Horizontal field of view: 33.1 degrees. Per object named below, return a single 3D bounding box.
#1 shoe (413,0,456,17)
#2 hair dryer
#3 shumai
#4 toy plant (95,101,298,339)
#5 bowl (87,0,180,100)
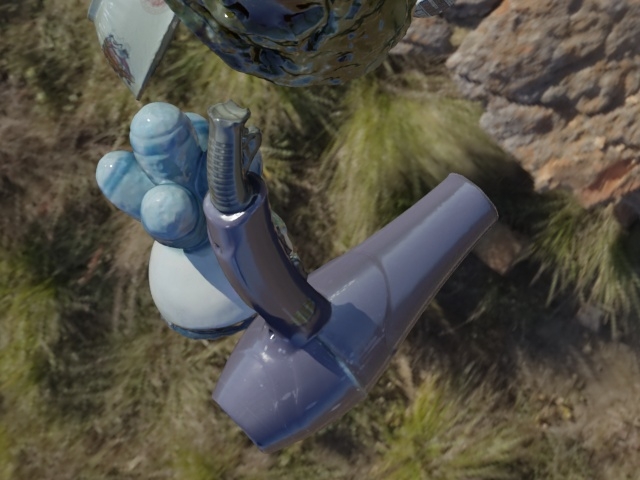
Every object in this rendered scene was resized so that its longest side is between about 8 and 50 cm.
[{"bbox_3d":[0.178,-0.383,1.578,0.143,0.064,0.071,-38,65,15],"label":"shoe"},{"bbox_3d":[0.000,0.000,0.863,0.121,0.301,0.361,40,169,33],"label":"hair dryer"},{"bbox_3d":[0.008,-0.301,0.993,0.288,0.292,0.330,-7,126,54],"label":"shumai"},{"bbox_3d":[-0.182,-0.052,1.509,0.247,0.247,0.332,2,134,28],"label":"toy plant"},{"bbox_3d":[-0.330,-0.440,1.984,0.157,0.337,0.337,25,125,-10],"label":"bowl"}]
